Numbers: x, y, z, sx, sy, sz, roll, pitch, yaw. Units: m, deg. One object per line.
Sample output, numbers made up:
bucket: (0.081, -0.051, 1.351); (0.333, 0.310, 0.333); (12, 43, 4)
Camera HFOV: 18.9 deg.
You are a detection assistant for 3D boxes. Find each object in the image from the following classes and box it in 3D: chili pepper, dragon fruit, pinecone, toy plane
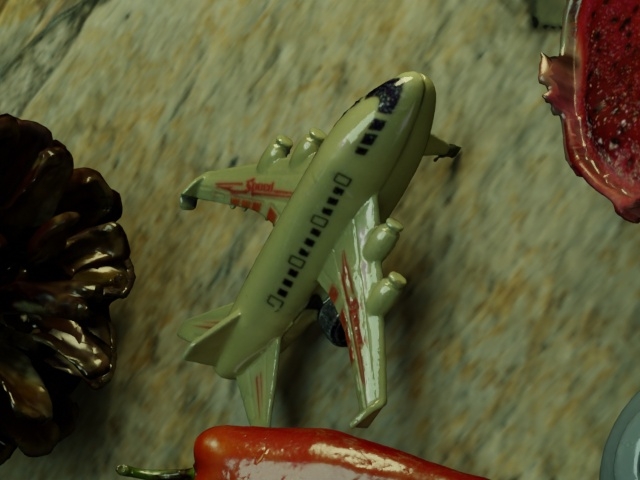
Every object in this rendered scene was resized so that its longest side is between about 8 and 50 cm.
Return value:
chili pepper: (0.002, 0.146, 1.168); (0.272, 0.071, 0.063); (3, 82, 19)
dragon fruit: (0.220, -0.098, 1.095); (0.161, 0.126, 0.274); (-37, 46, 35)
pinecone: (-0.269, 0.021, 1.318); (0.296, 0.298, 0.242); (12, 119, 24)
toy plane: (0.000, 0.000, 1.236); (0.256, 0.104, 0.242); (-50, 49, 14)

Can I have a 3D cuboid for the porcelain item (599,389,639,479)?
porcelain item: (0.226, 0.131, 0.915); (0.141, 0.259, 0.141); (-15, 64, 34)
